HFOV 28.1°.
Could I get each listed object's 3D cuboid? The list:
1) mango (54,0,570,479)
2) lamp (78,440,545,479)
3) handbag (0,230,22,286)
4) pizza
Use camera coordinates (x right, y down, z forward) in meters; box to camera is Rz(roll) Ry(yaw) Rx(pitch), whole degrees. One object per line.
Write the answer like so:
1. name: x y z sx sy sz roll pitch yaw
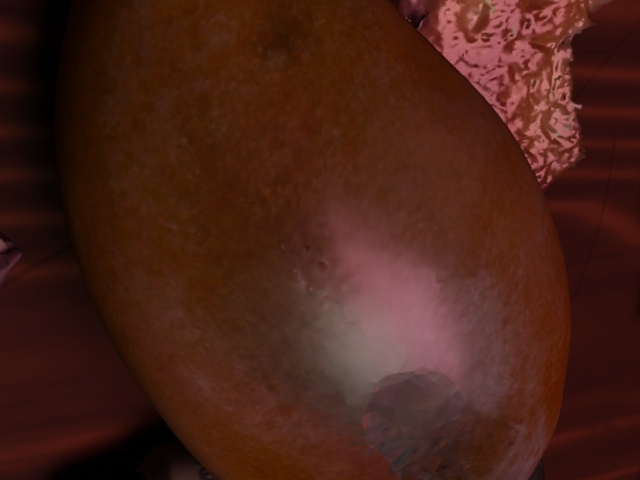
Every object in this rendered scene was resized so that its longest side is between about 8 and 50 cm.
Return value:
1. mango: 0.000 0.000 0.627 0.222 0.199 0.384 -21 115 2
2. lamp: 0.003 0.166 0.792 0.314 0.182 0.182 -4 122 -40
3. handbag: -0.221 0.016 0.532 0.117 0.095 0.173 -57 143 2
4. pizza: 0.094 -0.124 0.729 0.161 0.085 0.305 6 115 -22
